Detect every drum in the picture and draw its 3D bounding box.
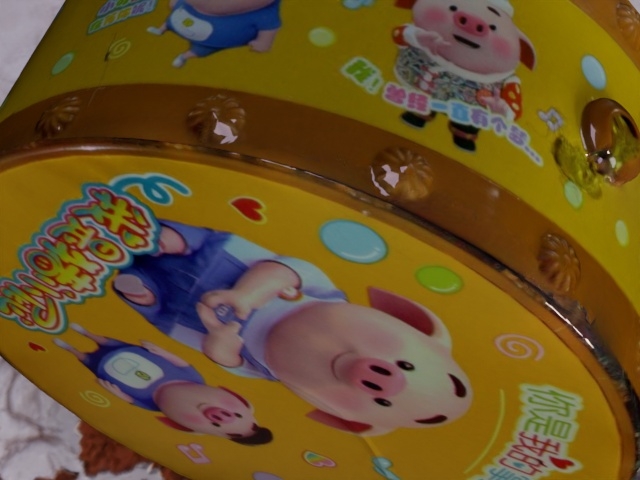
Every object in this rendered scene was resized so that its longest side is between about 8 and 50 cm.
[{"bbox_3d":[0.000,0.000,0.702,0.431,0.431,0.214,14,58,10],"label":"drum"}]

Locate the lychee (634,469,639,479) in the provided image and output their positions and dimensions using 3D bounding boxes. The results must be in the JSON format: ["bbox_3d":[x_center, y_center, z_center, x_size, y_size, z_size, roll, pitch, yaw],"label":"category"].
[{"bbox_3d":[0.244,0.143,0.751,0.165,0.165,0.198,-10,90,-6],"label":"lychee"}]
